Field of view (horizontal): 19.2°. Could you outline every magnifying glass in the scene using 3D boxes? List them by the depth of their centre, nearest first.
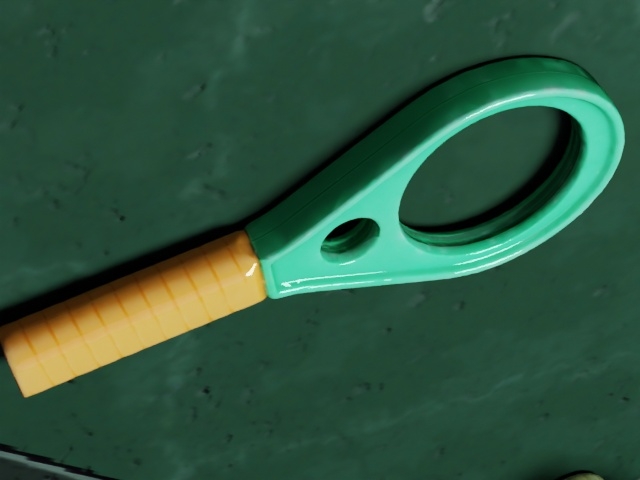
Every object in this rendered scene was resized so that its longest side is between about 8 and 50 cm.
[{"bbox_3d":[0.000,0.000,0.663,0.231,0.026,0.092,-21,143,-8],"label":"magnifying glass"}]

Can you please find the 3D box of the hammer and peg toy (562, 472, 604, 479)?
[{"bbox_3d":[0.108,0.278,0.980,0.266,0.127,0.361,18,124,-44],"label":"hammer and peg toy"}]
